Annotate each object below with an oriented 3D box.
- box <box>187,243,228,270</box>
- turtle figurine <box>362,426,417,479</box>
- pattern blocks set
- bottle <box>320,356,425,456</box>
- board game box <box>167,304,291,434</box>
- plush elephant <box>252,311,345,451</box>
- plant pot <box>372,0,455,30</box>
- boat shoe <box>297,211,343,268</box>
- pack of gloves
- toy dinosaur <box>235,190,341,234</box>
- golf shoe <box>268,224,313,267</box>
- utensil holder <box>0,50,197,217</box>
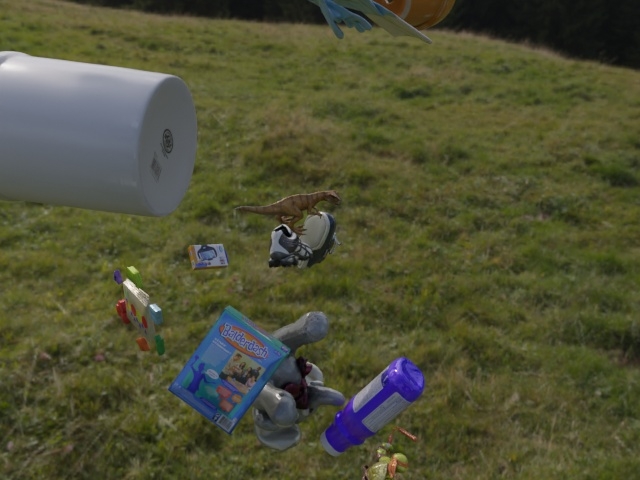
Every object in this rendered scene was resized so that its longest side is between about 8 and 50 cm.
[{"bbox_3d":[-0.368,0.054,2.166,0.136,0.028,0.081,-4,67,-35],"label":"box"},{"bbox_3d":[0.113,0.504,1.303,0.087,0.217,0.269,32,15,-16],"label":"turtle figurine"},{"bbox_3d":[-0.545,0.208,1.952,0.026,0.285,0.325,-19,42,-33],"label":"pattern blocks set"},{"bbox_3d":[0.115,0.391,1.498,0.092,0.283,0.118,44,19,0],"label":"bottle"},{"bbox_3d":[-0.186,0.264,1.331,0.160,0.210,0.047,36,6,1],"label":"board game box"},{"bbox_3d":[-0.067,0.359,1.580,0.330,0.255,0.271,-17,46,43],"label":"plush elephant"},{"bbox_3d":[0.200,-0.596,1.562,0.205,0.205,0.188,17,36,27],"label":"plant pot"},{"bbox_3d":[0.000,0.000,1.691,0.079,0.254,0.095,-8,61,-22],"label":"boat shoe"},{"bbox_3d":[0.028,-0.344,0.985,0.195,0.046,0.232,31,11,41],"label":"pack of gloves"},{"bbox_3d":[-0.067,-0.064,1.283,0.212,0.112,0.064,-13,50,-12],"label":"toy dinosaur"},{"bbox_3d":[-0.066,0.007,1.490,0.077,0.093,0.198,-6,4,12],"label":"golf shoe"},{"bbox_3d":[-0.501,-0.225,1.406,0.386,0.327,0.327,8,27,10],"label":"utensil holder"}]
